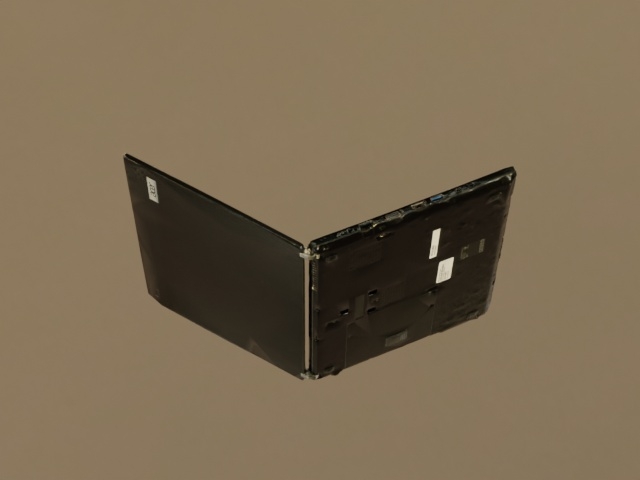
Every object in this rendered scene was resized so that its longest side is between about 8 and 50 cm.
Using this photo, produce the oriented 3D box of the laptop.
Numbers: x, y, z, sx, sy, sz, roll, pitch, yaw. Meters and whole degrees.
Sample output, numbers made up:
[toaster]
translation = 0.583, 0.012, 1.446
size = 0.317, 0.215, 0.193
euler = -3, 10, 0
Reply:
[laptop]
translation = 0.000, 0.000, 1.354
size = 0.264, 0.234, 0.136
euler = -21, -116, -11
